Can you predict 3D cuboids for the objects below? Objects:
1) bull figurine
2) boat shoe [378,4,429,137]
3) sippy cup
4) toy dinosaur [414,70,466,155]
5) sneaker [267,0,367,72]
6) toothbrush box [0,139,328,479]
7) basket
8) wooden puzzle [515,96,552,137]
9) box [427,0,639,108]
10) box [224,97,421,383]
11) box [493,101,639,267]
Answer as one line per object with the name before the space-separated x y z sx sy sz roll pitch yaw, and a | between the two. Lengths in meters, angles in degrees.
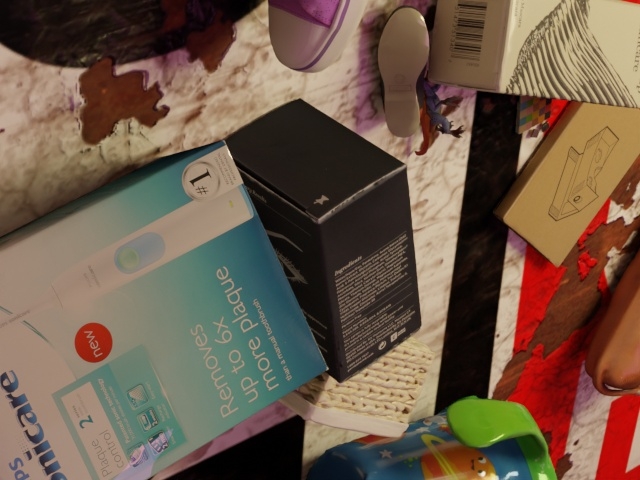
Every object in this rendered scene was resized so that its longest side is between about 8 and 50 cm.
bull figurine | 0.439 0.063 2.019 0.310 0.101 0.188 -56 144 2
boat shoe | 0.080 -0.165 1.526 0.043 0.049 0.137 -76 167 -54
sippy cup | 0.108 0.300 1.773 0.224 0.240 0.306 -3 103 -32
toy dinosaur | 0.110 -0.132 1.585 0.090 0.047 0.082 -45 123 6
sneaker | -0.036 -0.275 1.286 0.161 0.102 0.282 -5 110 -40
toothbrush box | -0.176 0.078 1.298 0.295 0.126 0.216 -28 100 -27
basket | 0.022 0.125 1.627 0.167 0.113 0.103 20 98 -51
wooden puzzle | 0.230 -0.144 1.723 0.049 0.006 0.083 -28 135 -30
box | 0.232 -0.195 1.599 0.275 0.094 0.113 -2 101 -45
box | 0.000 0.000 1.475 0.108 0.153 0.207 -32 138 -26
box | 0.292 -0.080 1.825 0.201 0.021 0.164 -55 142 0
